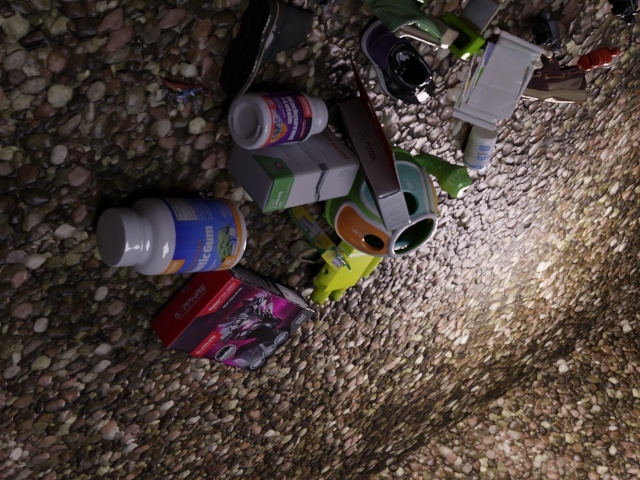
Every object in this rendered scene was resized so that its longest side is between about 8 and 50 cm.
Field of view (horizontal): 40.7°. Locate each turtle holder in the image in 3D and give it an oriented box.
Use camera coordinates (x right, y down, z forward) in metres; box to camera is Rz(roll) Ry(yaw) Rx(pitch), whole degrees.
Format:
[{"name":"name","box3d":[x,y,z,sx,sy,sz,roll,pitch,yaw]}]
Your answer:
[{"name":"turtle holder","box3d":[0.175,-0.085,2.013,0.320,0.227,0.243,-7,134,-40]}]

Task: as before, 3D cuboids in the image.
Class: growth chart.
[{"name":"growth chart","box3d":[0.402,-0.371,1.998,0.237,0.171,0.021,-60,-176,19]}]

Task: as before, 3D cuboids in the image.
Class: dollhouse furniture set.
[{"name":"dollhouse furniture set","box3d":[0.190,-0.463,1.579,0.301,0.197,0.151,-2,133,-55]}]

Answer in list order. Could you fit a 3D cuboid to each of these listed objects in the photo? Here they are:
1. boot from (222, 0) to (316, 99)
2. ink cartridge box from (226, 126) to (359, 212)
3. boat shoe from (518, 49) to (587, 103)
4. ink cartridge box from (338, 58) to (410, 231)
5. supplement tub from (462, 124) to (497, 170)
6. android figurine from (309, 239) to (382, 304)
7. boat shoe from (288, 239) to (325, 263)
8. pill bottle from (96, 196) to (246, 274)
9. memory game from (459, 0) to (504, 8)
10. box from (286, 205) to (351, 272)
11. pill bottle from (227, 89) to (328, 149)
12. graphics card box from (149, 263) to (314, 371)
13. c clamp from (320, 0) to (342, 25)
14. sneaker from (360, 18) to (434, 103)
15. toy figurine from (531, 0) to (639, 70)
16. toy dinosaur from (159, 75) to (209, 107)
[{"name":"boot","box3d":[-0.089,-0.345,1.589,0.137,0.077,0.198,-5,134,-49]},{"name":"ink cartridge box","box3d":[-0.055,-0.154,1.762,0.219,0.160,0.093,-12,139,-35]},{"name":"boat shoe","box3d":[0.533,-0.407,2.125,0.341,0.123,0.123,-1,100,-31]},{"name":"ink cartridge box","box3d":[0.100,-0.192,1.768,0.060,0.275,0.239,-21,146,2]},{"name":"supplement tub","box3d":[0.408,-0.238,2.213,0.071,0.071,0.107,-22,143,-27]},{"name":"android figurine","box3d":[0.082,0.051,2.208,0.273,0.056,0.248,-53,158,20]},{"name":"boat shoe","box3d":[-0.014,0.035,2.127,0.056,0.048,0.153,-51,145,16]},{"name":"pill bottle","box3d":[-0.294,-0.009,1.700,0.272,0.152,0.152,-4,132,-44]},{"name":"memory game","box3d":[0.369,-0.564,1.845,0.186,0.012,0.186,-26,144,-20]},{"name":"box","box3d":[0.000,0.000,1.980,0.043,0.179,0.105,-41,147,0]},{"name":"pill bottle","box3d":[-0.077,-0.239,1.680,0.193,0.108,0.108,-15,140,-47]},{"name":"graphics card box","box3d":[-0.202,0.184,2.074,0.233,0.094,0.371,-47,147,9]},{"name":"c clamp","box3d":[0.045,-0.494,1.596,0.161,0.022,0.137,-49,141,16]},{"name":"sneaker","box3d":[0.185,-0.343,1.815,0.107,0.124,0.283,-45,147,8]},{"name":"toy figurine","box3d":[0.614,-0.511,1.980,0.148,0.209,0.213,-26,141,-50]},{"name":"toy dinosaur","box3d":[-0.237,-0.270,1.556,0.082,0.047,0.090,-43,141,-32]}]
